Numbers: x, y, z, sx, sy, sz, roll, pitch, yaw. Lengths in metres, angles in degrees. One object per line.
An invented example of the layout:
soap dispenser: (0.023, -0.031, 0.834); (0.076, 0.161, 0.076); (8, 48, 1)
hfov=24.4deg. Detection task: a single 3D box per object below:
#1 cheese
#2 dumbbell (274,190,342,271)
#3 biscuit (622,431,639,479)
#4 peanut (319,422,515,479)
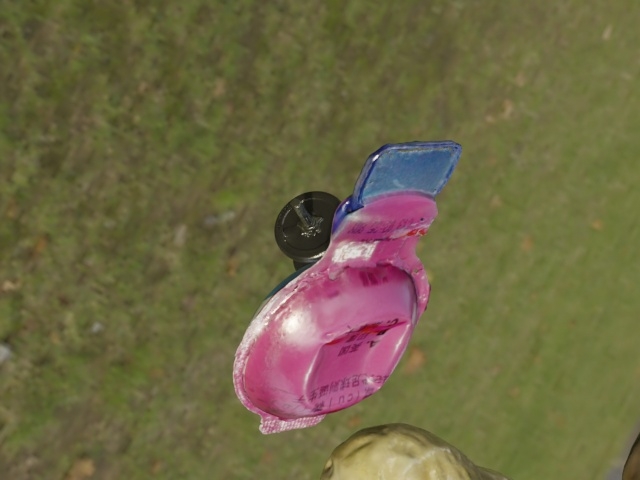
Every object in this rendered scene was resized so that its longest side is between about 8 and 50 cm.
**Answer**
cheese: (0.019, 0.034, 0.962); (0.155, 0.062, 0.244); (-7, 133, -38)
dumbbell: (0.000, 0.000, 1.326); (0.069, 0.069, 0.147); (-58, 152, -14)
biscuit: (0.271, 0.187, 0.475); (0.115, 0.366, 0.268); (97, 6, -68)
peanut: (0.103, 0.226, 1.154); (0.256, 0.123, 0.123); (33, 83, -39)
